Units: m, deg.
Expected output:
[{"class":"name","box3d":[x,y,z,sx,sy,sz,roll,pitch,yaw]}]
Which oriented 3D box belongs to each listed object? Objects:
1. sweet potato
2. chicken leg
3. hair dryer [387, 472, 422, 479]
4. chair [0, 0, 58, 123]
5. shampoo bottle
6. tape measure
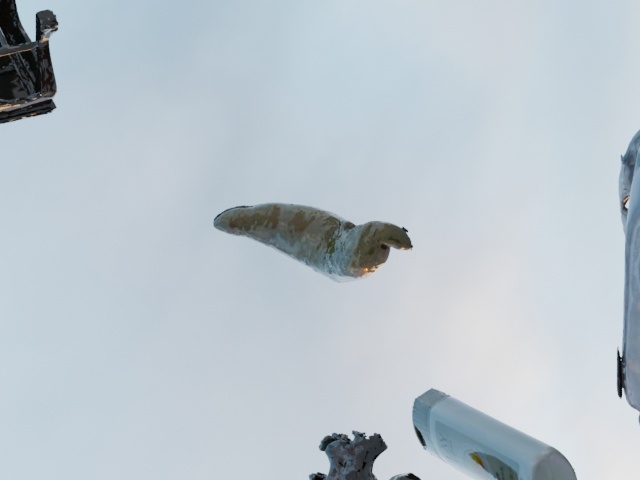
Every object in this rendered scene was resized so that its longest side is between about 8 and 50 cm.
[{"class":"sweet potato","box3d":[0.003,0.002,2.033,0.124,0.310,0.098,36,-109,-53]},{"class":"chicken leg","box3d":[-0.006,0.250,1.101,0.105,0.063,0.234,59,-127,-89]},{"class":"hair dryer","box3d":[0.178,0.359,1.472,0.203,0.362,0.128,-30,-30,-36]},{"class":"chair","box3d":[-0.275,-0.112,1.113,0.113,0.106,0.229,-16,-32,-22]},{"class":"shampoo bottle","box3d":[0.179,0.223,1.517,0.056,0.227,0.086,-30,-66,-20]},{"class":"tape measure","box3d":[0.279,-0.010,1.042,0.197,0.120,0.236,-49,-40,-53]}]
